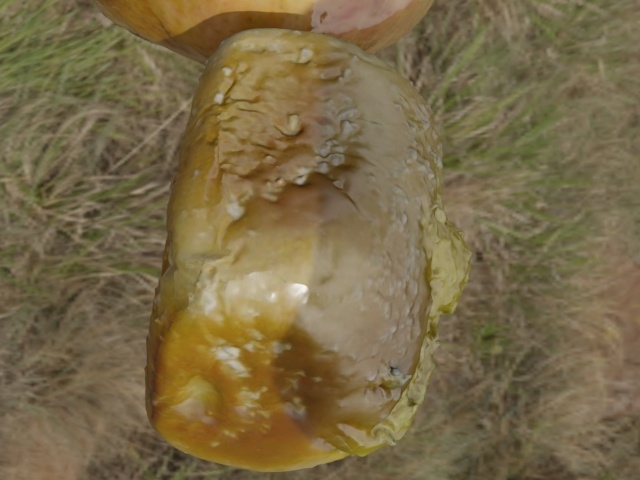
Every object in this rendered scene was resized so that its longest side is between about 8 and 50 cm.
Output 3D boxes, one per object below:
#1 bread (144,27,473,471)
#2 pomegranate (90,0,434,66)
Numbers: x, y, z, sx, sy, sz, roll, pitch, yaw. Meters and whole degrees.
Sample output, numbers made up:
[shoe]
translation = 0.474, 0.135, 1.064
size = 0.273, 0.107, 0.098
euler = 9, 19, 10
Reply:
[bread]
translation = 0.000, 0.000, 0.683
size = 0.176, 0.195, 0.246
euler = 9, 49, -1
[pomegranate]
translation = -0.051, -0.260, 0.845
size = 0.322, 0.322, 0.322
euler = 3, 86, -37
